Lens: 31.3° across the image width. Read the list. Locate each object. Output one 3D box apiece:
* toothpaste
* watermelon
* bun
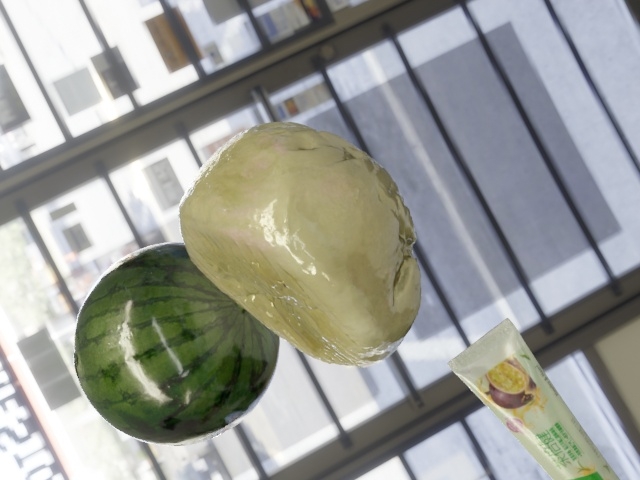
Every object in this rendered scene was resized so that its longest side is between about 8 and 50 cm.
[{"bbox_3d":[0.257,0.221,1.185,0.314,0.058,0.056,51,145,-10],"label":"toothpaste"},{"bbox_3d":[-0.168,0.119,1.336,0.242,0.242,0.242,58,167,22],"label":"watermelon"},{"bbox_3d":[0.000,0.000,0.812,0.178,0.128,0.193,7,144,53],"label":"bun"}]
